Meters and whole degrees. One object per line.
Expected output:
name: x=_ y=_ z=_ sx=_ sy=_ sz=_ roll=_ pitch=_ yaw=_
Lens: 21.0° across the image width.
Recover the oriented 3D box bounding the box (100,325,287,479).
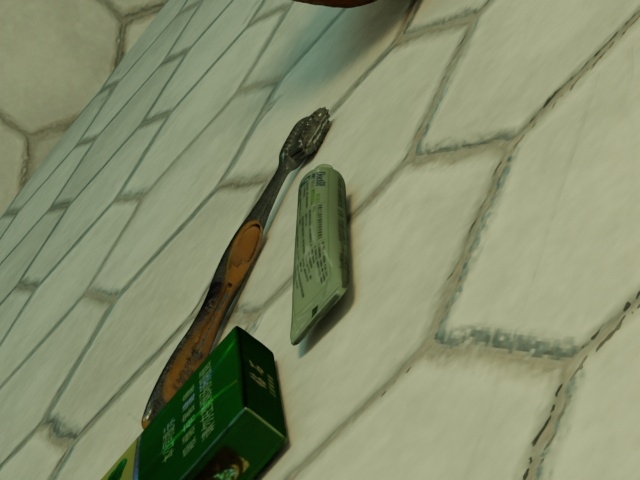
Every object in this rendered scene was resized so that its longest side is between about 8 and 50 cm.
box: x=-0.108 y=0.160 z=0.943 sx=0.235 sy=0.034 sz=0.132 roll=-49 pitch=15 yaw=10

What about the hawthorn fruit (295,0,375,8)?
hawthorn fruit: x=-0.002 y=-0.334 z=1.355 sx=0.295 sy=0.295 sz=0.311 roll=-45 pitch=17 yaw=24

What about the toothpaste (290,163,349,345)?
toothpaste: x=0.000 y=0.000 z=1.028 sx=0.048 sy=0.029 sz=0.197 roll=-48 pitch=17 yaw=21

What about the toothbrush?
toothbrush: x=-0.055 y=0.013 z=1.175 sx=0.031 sy=0.023 sz=0.321 roll=-40 pitch=17 yaw=46
